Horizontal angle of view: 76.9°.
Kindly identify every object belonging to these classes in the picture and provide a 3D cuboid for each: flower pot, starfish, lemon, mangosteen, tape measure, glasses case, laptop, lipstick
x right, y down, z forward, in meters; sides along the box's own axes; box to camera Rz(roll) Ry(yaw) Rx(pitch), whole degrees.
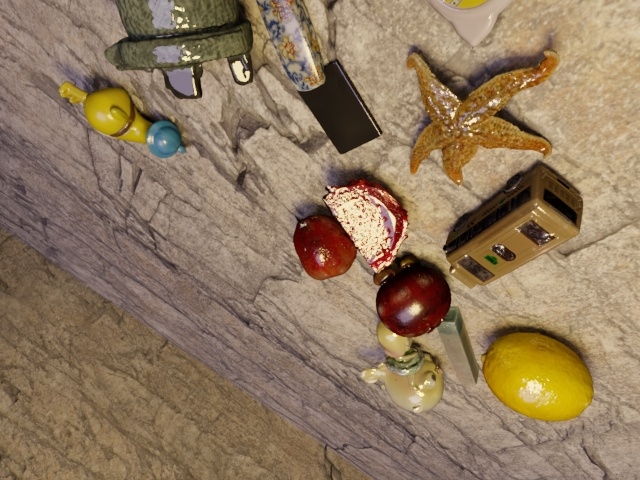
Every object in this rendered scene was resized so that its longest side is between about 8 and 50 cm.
[{"bbox_3d":[-0.293,-0.438,0.816,0.300,0.299,0.282,10,129,25],"label":"flower pot"},{"bbox_3d":[0.285,-0.239,0.798,0.327,0.094,0.375,45,143,-17],"label":"starfish"},{"bbox_3d":[0.591,0.371,1.111,0.264,0.235,0.235,-7,129,9],"label":"lemon"},{"bbox_3d":[0.241,0.144,1.143,0.257,0.215,0.215,53,146,25],"label":"mangosteen"},{"bbox_3d":[0.246,-0.433,0.627,0.196,0.105,0.178,44,146,-11],"label":"tape measure"},{"bbox_3d":[-0.062,-0.436,0.838,0.087,0.065,0.247,1,129,35],"label":"glasses case"},{"bbox_3d":[0.044,-0.304,0.946,0.135,0.016,0.197,-16,119,42],"label":"laptop"},{"bbox_3d":[0.442,0.343,1.296,0.066,0.068,0.317,-4,128,34],"label":"lipstick"}]

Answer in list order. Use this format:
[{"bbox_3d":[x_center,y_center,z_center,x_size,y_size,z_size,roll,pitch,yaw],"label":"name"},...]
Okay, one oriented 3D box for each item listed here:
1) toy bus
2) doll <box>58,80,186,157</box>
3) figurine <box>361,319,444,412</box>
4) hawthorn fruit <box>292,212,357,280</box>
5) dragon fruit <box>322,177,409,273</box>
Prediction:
[{"bbox_3d":[0.409,-0.014,0.892,0.140,0.157,0.289,37,139,-5],"label":"toy bus"},{"bbox_3d":[-0.571,-0.356,1.206,0.363,0.145,0.199,28,180,-8],"label":"doll"},{"bbox_3d":[0.261,0.412,1.377,0.275,0.226,0.393,-16,114,10],"label":"figurine"},{"bbox_3d":[0.000,0.000,1.149,0.181,0.181,0.235,-9,129,38],"label":"hawthorn fruit"},{"bbox_3d":[0.114,-0.062,1.050,0.261,0.163,0.189,51,165,-16],"label":"dragon fruit"}]
